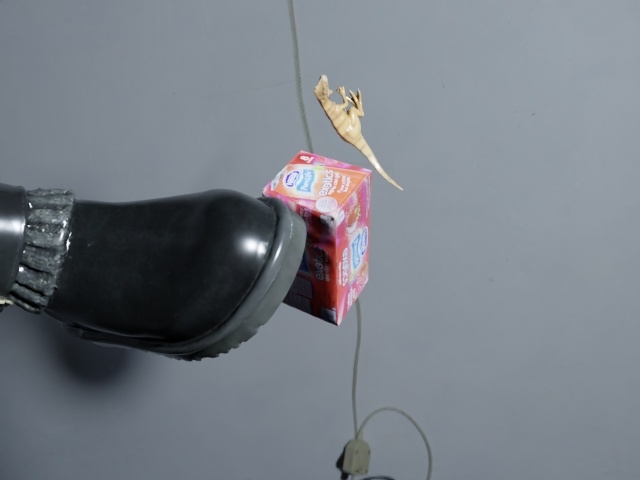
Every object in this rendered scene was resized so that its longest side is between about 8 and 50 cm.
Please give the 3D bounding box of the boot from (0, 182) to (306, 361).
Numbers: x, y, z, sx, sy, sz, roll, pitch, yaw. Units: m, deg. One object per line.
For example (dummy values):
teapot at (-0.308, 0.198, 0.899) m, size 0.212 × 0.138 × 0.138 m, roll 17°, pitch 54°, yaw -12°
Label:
boot at (-0.211, -0.003, 0.462) m, size 0.348 × 0.131 × 0.260 m, roll -14°, pitch 143°, yaw 38°

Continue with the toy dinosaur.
toy dinosaur at (0.048, -0.171, 0.931) m, size 0.064 × 0.112 × 0.211 m, roll -26°, pitch 125°, yaw 30°

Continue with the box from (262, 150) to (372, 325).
box at (0.000, 0.000, 0.966) m, size 0.128 × 0.123 × 0.257 m, roll 20°, pitch 139°, yaw 22°
